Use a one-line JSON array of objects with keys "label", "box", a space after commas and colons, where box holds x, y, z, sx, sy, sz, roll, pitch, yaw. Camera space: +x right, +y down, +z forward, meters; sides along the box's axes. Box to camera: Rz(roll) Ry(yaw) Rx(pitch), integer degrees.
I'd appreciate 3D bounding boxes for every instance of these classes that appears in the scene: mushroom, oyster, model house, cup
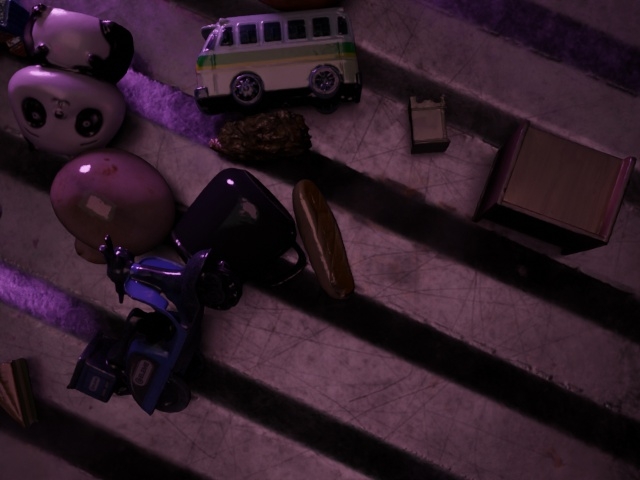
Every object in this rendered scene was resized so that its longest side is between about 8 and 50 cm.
[{"label": "mushroom", "box": [-0.349, -0.045, 1.274, 0.204, 0.204, 0.204, 0, 85, 1]}, {"label": "oyster", "box": [-0.102, -0.169, 1.304, 0.177, 0.105, 0.056, 3, 56, 2]}, {"label": "model house", "box": [-0.572, -0.381, 1.334, 0.148, 0.119, 0.148, -31, 93, -1]}, {"label": "cup", "box": [-0.126, 0.003, 1.272, 0.176, 0.169, 0.223, -44, 116, 2]}]

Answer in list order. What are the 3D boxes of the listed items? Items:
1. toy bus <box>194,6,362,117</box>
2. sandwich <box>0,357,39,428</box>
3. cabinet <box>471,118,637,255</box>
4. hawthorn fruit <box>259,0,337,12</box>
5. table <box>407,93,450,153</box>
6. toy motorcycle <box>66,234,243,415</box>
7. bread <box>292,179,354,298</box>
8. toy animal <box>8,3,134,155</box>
[{"label": "toy bus", "box": [-0.073, -0.298, 1.299, 0.276, 0.133, 0.164, -5, 86, 0]}, {"label": "sandwich", "box": [-0.531, 0.263, 1.294, 0.074, 0.074, 0.116, -14, 86, -2]}, {"label": "cabinet", "box": [0.363, -0.080, 1.230, 0.175, 0.215, 0.148, 21, 85, 4]}, {"label": "hawthorn fruit", "box": [-0.046, -0.515, 1.275, 0.235, 0.263, 0.231, 24, 62, 29]}, {"label": "table", "box": [0.184, -0.197, 1.311, 0.062, 0.079, 0.083, -5, 84, 2]}, {"label": "toy motorcycle", "box": [-0.264, 0.132, 1.200, 0.212, 0.125, 0.358, 26, 123, -5]}, {"label": "bread", "box": [0.001, 0.000, 1.311, 0.073, 0.053, 0.214, -19, 89, -43]}, {"label": "toy animal", "box": [-0.414, -0.258, 1.287, 0.187, 0.165, 0.235, 11, 84, -8]}]
